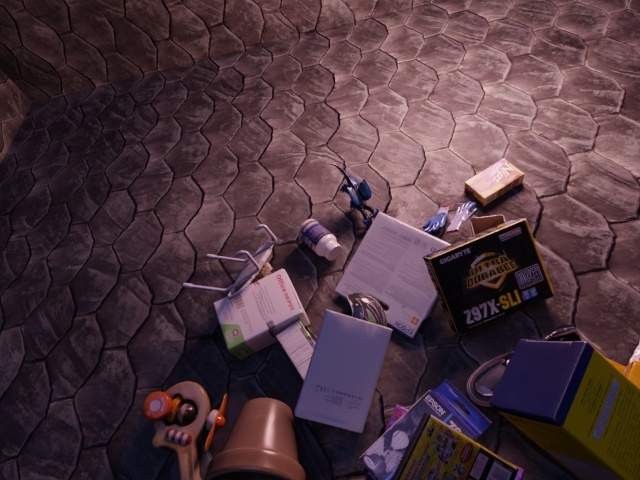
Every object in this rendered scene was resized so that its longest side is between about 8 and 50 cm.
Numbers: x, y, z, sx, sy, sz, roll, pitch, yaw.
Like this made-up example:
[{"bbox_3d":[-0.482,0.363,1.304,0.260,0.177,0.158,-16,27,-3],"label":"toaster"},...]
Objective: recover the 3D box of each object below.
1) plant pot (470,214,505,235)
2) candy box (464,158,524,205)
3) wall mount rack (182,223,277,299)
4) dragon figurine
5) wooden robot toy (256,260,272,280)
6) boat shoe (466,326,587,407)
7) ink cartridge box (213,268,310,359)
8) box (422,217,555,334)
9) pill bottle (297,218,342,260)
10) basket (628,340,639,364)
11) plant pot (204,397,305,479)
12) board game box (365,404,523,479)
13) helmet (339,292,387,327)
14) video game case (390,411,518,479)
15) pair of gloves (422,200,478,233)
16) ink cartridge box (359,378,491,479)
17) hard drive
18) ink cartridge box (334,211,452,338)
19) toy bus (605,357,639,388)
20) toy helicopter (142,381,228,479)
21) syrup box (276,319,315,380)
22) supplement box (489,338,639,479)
[{"bbox_3d":[0.572,-0.011,1.434,0.109,0.096,0.108,-7,54,11],"label":"plant pot"},{"bbox_3d":[0.652,-0.220,1.584,0.187,0.053,0.109,-31,54,-6],"label":"candy box"},{"bbox_3d":[-0.316,0.084,1.526,0.304,0.130,0.350,-31,18,26],"label":"wall mount rack"},{"bbox_3d":[0.139,-0.182,1.603,0.085,0.288,0.144,-29,16,-8],"label":"dragon figurine"},{"bbox_3d":[-0.208,0.124,1.561,0.076,0.079,0.173,-46,18,-25],"label":"wooden robot toy"},{"bbox_3d":[0.563,0.340,1.158,0.341,0.158,0.127,-25,54,-4],"label":"boat shoe"},{"bbox_3d":[-0.200,0.251,1.447,0.273,0.114,0.198,-26,54,-3],"label":"ink cartridge box"},{"bbox_3d":[0.513,0.109,1.292,0.323,0.079,0.256,-22,94,-3],"label":"box"},{"bbox_3d":[0.000,0.000,1.579,0.094,0.094,0.169,-40,56,-13],"label":"pill bottle"},{"bbox_3d":[1.016,0.221,1.025,0.267,0.331,0.328,34,71,25],"label":"basket"},{"bbox_3d":[-0.163,0.576,1.161,0.264,0.262,0.229,-7,36,10],"label":"plant pot"},{"bbox_3d":[0.320,0.611,1.107,0.347,0.056,0.208,21,68,26],"label":"board game box"},{"bbox_3d":[0.128,0.252,1.327,0.169,0.169,0.161,38,92,32],"label":"helmet"},{"bbox_3d":[0.302,0.604,1.009,0.249,0.035,0.274,30,75,7],"label":"video game case"},{"bbox_3d":[0.459,-0.082,1.499,0.198,0.023,0.159,-7,38,54],"label":"pair of gloves"},{"bbox_3d":[0.279,0.527,1.110,0.333,0.065,0.165,-39,55,-14],"label":"ink cartridge box"},{"bbox_3d":[0.068,0.375,1.214,0.203,0.040,0.307,18,85,-8],"label":"hard drive"},{"bbox_3d":[0.260,0.111,1.428,0.324,0.071,0.329,30,91,29],"label":"ink cartridge box"},{"bbox_3d":[0.858,0.408,1.050,0.333,0.130,0.108,27,67,29],"label":"toy bus"},{"bbox_3d":[-0.386,0.606,1.270,0.235,0.140,0.354,-13,64,-5],"label":"toy helicopter"},{"bbox_3d":[-0.036,0.379,1.329,0.096,0.093,0.237,-35,55,-10],"label":"syrup box"},{"bbox_3d":[0.614,0.411,0.968,0.357,0.194,0.195,40,69,-8],"label":"supplement box"}]
